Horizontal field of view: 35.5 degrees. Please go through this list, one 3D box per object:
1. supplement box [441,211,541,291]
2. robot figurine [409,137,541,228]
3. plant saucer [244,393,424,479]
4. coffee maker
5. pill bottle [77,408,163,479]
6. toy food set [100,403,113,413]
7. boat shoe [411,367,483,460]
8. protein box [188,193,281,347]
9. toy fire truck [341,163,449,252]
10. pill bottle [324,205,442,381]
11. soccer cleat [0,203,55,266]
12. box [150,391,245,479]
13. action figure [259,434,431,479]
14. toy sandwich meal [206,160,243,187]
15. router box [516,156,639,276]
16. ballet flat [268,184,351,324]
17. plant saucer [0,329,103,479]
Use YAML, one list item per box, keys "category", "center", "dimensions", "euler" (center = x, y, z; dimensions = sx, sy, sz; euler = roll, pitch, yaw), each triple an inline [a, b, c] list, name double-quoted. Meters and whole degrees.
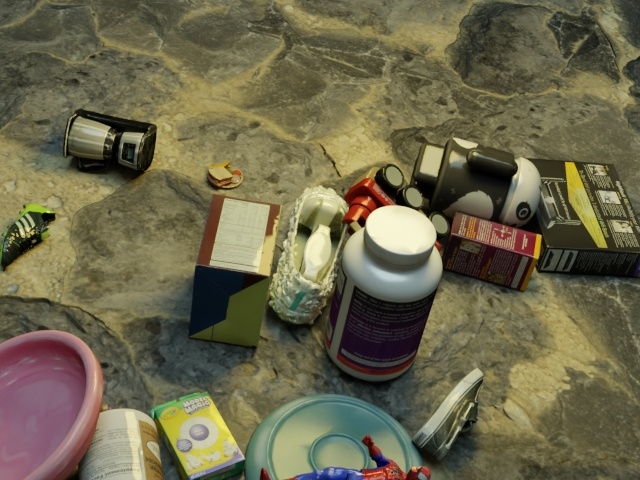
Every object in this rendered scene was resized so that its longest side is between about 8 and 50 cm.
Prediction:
- category: "supplement box"
  center: [0.359, 0.024, 2.110]
  dimensions: [0.188, 0.104, 0.080]
  euler: [16, 42, 5]
- category: "robot figurine"
  center: [0.336, -0.119, 2.158]
  dimensions: [0.278, 0.173, 0.209]
  euler: [16, 15, 2]
- category: "plant saucer"
  center: [0.029, 0.381, 1.706]
  dimensions: [0.318, 0.043, 0.317]
  euler: [6, 44, -5]
- category: "coffee maker"
  center: [-0.453, -0.229, 2.191]
  dimensions: [0.178, 0.120, 0.171]
  euler: [13, 42, 0]
- category: "pill bottle"
  center: [-0.309, 0.390, 1.557]
  dimensions: [0.131, 0.131, 0.229]
  euler: [-3, 45, -15]
- category: "toy food set"
  center: [-0.392, 0.306, 1.708]
  dimensions: [0.122, 0.019, 0.078]
  euler: [11, 43, -1]
- category: "boat shoe"
  center: [0.245, 0.315, 1.804]
  dimensions: [0.070, 0.077, 0.219]
  euler: [42, 48, 9]
- category: "protein box"
  center: [-0.162, 0.056, 1.891]
  dimensions: [0.136, 0.199, 0.201]
  euler: [10, 43, -2]
- category: "toy fire truck"
  center: [0.134, -0.010, 2.012]
  dimensions: [0.217, 0.158, 0.246]
  euler: [46, 50, -12]
- category: "pill bottle"
  center: [0.116, 0.096, 1.818]
  dimensions: [0.182, 0.323, 0.181]
  euler: [6, 43, -6]
- category: "soccer cleat"
  center: [-0.581, -0.011, 1.978]
  dimensions: [0.072, 0.060, 0.179]
  euler: [14, 40, 1]
- category: "box"
  center: [-0.213, 0.332, 1.704]
  dimensions: [0.105, 0.043, 0.179]
  euler: [-17, 47, -26]
- category: "action figure"
  center: [0.053, 0.370, 1.597]
  dimensions: [0.281, 0.139, 0.091]
  euler: [-1, 45, -17]
- category: "toy sandwich meal"
  center: [-0.213, -0.148, 2.222]
  dimensions: [0.086, 0.029, 0.085]
  euler: [6, 43, -6]
- category: "router box"
  center: [0.581, -0.057, 2.260]
  dimensions: [0.243, 0.081, 0.308]
  euler: [4, 43, -8]
- category: "ballet flat"
  center: [0.000, 0.000, 2.036]
  dimensions: [0.147, 0.147, 0.408]
  euler: [12, 43, 1]
- category: "plant saucer"
  center: [-0.480, 0.295, 1.574]
  dimensions: [0.332, 0.084, 0.332]
  euler: [-16, 43, 15]
